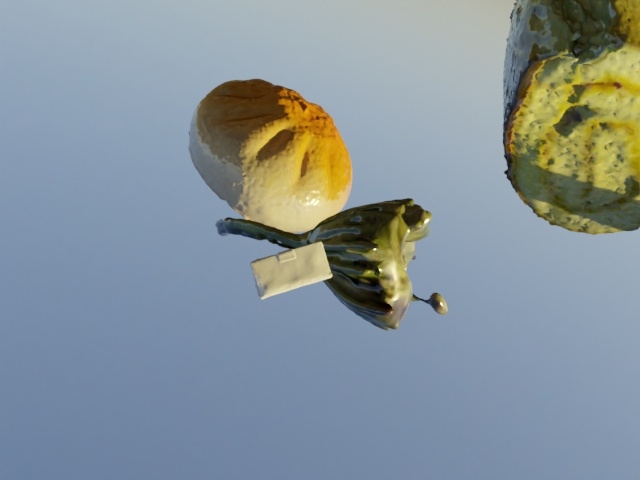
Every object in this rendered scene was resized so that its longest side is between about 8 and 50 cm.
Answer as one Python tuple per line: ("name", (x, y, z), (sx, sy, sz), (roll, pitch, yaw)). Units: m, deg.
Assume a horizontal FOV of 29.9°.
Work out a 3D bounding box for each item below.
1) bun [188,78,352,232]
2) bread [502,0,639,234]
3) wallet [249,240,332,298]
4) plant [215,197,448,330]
("bun", (-0.067, -0.162, 1.974), (0.299, 0.165, 0.299), (31, -149, -21))
("bread", (0.242, -0.123, 0.995), (0.186, 0.257, 0.124), (-2, -127, 19))
("wallet", (-0.032, 0.032, 1.295), (0.083, 0.044, 0.011), (-16, -177, -4))
("plant", (-0.008, 0.034, 1.612), (0.333, 0.180, 0.251), (-2, 173, 12))
